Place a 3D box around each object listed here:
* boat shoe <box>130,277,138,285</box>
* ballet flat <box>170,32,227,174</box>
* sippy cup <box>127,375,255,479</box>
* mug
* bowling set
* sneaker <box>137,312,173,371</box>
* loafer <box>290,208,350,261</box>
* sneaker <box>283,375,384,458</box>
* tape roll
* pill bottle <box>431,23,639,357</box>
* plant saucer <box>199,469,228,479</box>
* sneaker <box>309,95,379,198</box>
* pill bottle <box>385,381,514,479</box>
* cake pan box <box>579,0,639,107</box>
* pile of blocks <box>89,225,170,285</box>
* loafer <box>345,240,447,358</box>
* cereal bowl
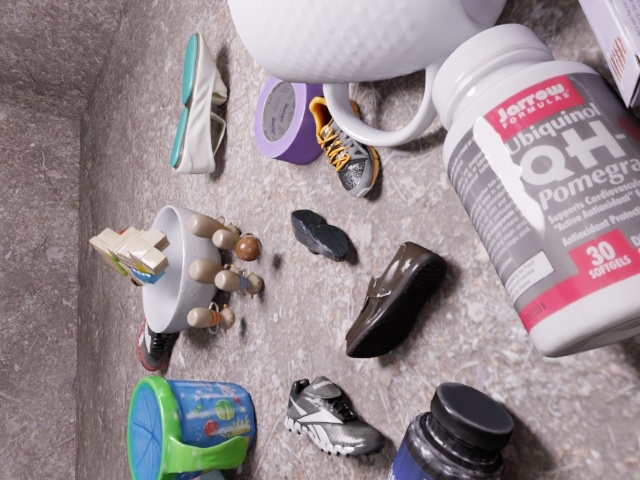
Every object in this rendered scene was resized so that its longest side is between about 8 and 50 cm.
[{"bbox_3d":[-0.565,0.085,1.487,0.324,0.122,0.120,-25,71,56],"label":"boat shoe"},{"bbox_3d":[-0.325,-0.368,1.236,0.139,0.139,0.401,-9,74,50],"label":"ballet flat"},{"bbox_3d":[-0.275,0.410,0.977,0.305,0.224,0.240,50,123,43],"label":"sippy cup"},{"bbox_3d":[0.079,-0.321,0.639,0.328,0.276,0.374,17,123,41],"label":"mug"},{"bbox_3d":[-0.185,0.063,1.012,0.199,0.154,0.287,-11,74,31],"label":"bowling set"},{"bbox_3d":[-0.495,0.278,1.372,0.135,0.097,0.276,12,93,54],"label":"sneaker"},{"bbox_3d":[0.000,0.000,0.838,0.170,0.062,0.061,44,140,49],"label":"loafer"},{"bbox_3d":[0.013,0.288,0.753,0.234,0.078,0.106,-7,82,53],"label":"sneaker"},{"bbox_3d":[-0.056,-0.256,0.919,0.189,0.080,0.189,-9,78,50],"label":"tape roll"},{"bbox_3d":[0.233,-0.062,0.450,0.176,0.176,0.319,-43,54,39],"label":"pill bottle"},{"bbox_3d":[-0.234,0.631,1.043,0.195,0.037,0.195,-11,76,50],"label":"plant saucer"},{"bbox_3d":[0.035,-0.168,0.790,0.084,0.083,0.215,-40,56,39],"label":"sneaker"},{"bbox_3d":[0.149,0.294,0.546,0.122,0.122,0.219,33,110,49],"label":"pill bottle"},{"bbox_3d":[0.340,-0.272,0.360,0.245,0.070,0.267,-17,70,19],"label":"cake pan box"},{"bbox_3d":[-0.456,0.031,1.152,0.362,0.149,0.113,6,46,46],"label":"pile of blocks"},{"bbox_3d":[0.105,0.093,0.678,0.220,0.080,0.078,-56,36,23],"label":"loafer"},{"bbox_3d":[-0.362,0.078,1.197,0.339,0.141,0.339,-11,76,52],"label":"cereal bowl"}]
